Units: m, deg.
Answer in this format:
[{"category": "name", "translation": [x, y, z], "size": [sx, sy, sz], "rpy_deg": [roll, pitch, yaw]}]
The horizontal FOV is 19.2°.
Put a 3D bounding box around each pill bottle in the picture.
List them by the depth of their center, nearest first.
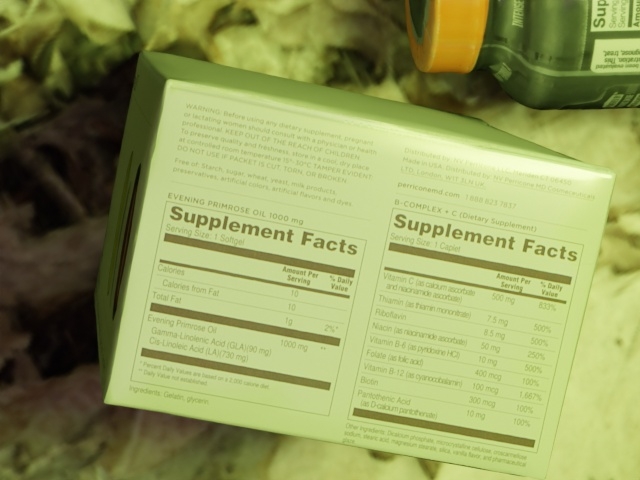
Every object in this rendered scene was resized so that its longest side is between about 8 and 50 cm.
[{"category": "pill bottle", "translation": [0.170, -0.135, 1.004], "size": [0.245, 0.130, 0.130], "rpy_deg": [-2, 98, -7]}]

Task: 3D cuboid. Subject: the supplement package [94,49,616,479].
[{"category": "supplement package", "translation": [0.000, 0.000, 0.931], "size": [0.204, 0.262, 0.145], "rpy_deg": [11, 96, -9]}]
